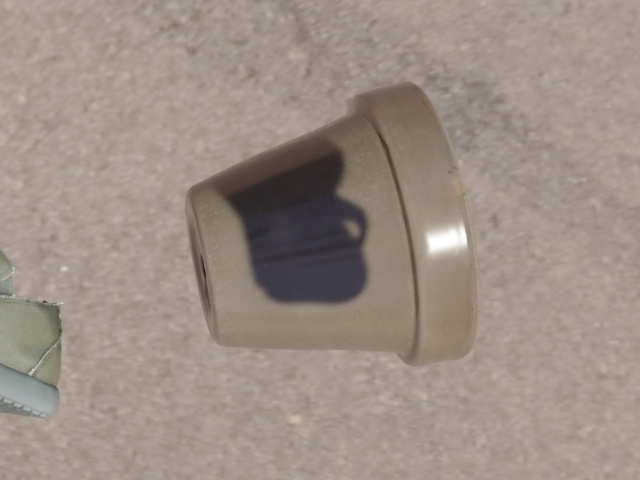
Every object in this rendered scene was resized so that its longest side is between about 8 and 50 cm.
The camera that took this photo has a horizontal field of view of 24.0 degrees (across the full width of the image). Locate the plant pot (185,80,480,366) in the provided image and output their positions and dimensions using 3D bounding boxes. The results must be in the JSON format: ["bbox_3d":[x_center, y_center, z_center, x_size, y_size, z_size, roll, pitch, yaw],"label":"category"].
[{"bbox_3d":[0.000,0.000,1.385,0.229,0.263,0.263,-10,90,-10],"label":"plant pot"}]

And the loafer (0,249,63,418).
[{"bbox_3d":[-0.239,0.034,0.903,0.251,0.094,0.087,44,55,-58],"label":"loafer"}]
